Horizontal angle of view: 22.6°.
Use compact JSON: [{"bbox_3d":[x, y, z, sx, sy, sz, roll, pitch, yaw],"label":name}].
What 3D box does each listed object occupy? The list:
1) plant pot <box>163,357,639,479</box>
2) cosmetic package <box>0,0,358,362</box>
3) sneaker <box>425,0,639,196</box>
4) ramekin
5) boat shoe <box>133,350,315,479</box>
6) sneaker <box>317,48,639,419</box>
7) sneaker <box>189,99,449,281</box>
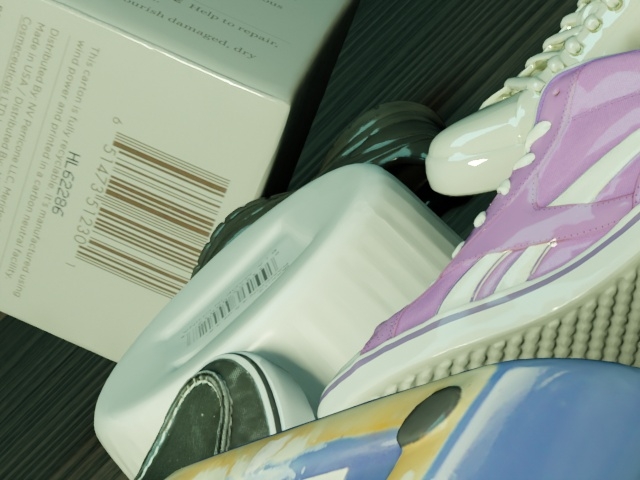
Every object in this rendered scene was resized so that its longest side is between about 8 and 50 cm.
[{"bbox_3d":[0.027,0.171,0.403,0.236,0.212,0.236,-27,20,53],"label":"plant pot"},{"bbox_3d":[-0.181,-0.135,1.568,0.394,0.327,0.329,-65,-3,-61],"label":"cosmetic package"},{"bbox_3d":[0.178,-0.129,0.980,0.290,0.123,0.106,-27,13,-11],"label":"sneaker"},{"bbox_3d":[-0.014,0.077,1.021,0.277,0.135,0.277,-40,12,10],"label":"ramekin"},{"bbox_3d":[-0.081,0.169,0.767,0.113,0.105,0.306,-25,40,41],"label":"boat shoe"},{"bbox_3d":[0.113,0.005,0.838,0.282,0.102,0.161,-32,43,17],"label":"sneaker"},{"bbox_3d":[0.000,0.000,1.327,0.286,0.109,0.130,-45,22,4],"label":"sneaker"}]
